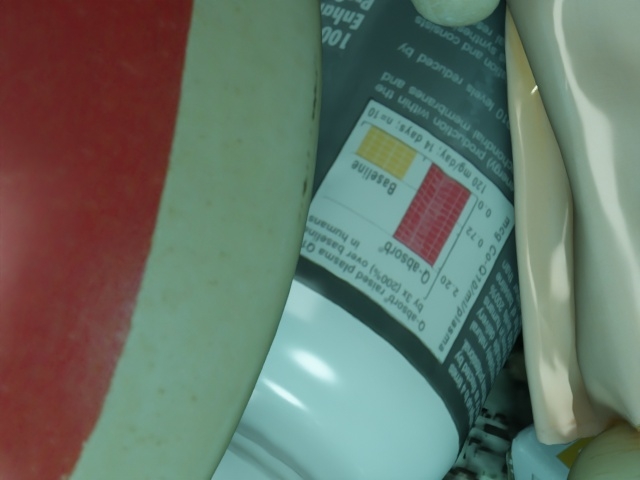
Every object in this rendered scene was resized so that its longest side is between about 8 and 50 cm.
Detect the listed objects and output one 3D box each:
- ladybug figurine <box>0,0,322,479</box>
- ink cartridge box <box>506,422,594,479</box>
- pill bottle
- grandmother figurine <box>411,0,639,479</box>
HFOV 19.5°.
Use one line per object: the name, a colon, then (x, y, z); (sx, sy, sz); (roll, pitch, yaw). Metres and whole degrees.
ladybug figurine: (-0.152, -0.051, 0.600); (0.305, 0.162, 0.449); (-37, 42, 17)
ink cartridge box: (0.279, 0.100, 0.657); (0.304, 0.072, 0.307); (-28, 47, -20)
pill bottle: (0.000, 0.000, 0.683); (0.162, 0.162, 0.278); (27, 64, 6)
grandmother figurine: (0.090, -0.089, 0.608); (0.104, 0.208, 0.342); (-15, 82, 30)
